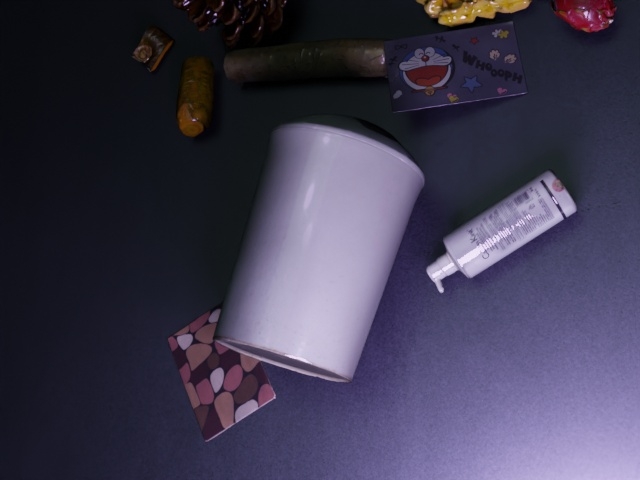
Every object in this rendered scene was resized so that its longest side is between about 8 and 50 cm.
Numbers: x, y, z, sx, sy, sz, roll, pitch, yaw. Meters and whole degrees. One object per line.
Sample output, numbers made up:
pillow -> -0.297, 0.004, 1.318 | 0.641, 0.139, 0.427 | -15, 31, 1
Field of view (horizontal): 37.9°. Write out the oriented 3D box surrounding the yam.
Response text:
yam -> -0.024, -0.362, 1.874 | 0.371, 0.083, 0.083 | 4, 69, 28

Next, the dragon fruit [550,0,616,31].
dragon fruit -> 0.441, -0.434, 1.656 | 0.094, 0.094, 0.190 | -47, 48, 1

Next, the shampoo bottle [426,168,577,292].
shampoo bottle -> 0.289, -0.014, 1.537 | 0.262, 0.085, 0.085 | -34, 56, 10

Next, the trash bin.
trash bin -> 0.000, 0.000, 1.573 | 0.280, 0.280, 0.432 | 10, 75, 31

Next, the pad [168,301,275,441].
pad -> -0.187, 0.233, 1.719 | 0.158, 0.003, 0.235 | -34, 55, 10

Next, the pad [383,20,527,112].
pad -> 0.245, -0.321, 1.715 | 0.245, 0.006, 0.170 | -7, 62, 7

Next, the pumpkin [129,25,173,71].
pumpkin -> -0.382, -0.433, 2.126 | 0.073, 0.035, 0.101 | 30, 79, 23

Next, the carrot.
carrot -> -0.264, -0.303, 1.974 | 0.082, 0.082, 0.173 | -13, 55, 22

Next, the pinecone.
pinecone -> -0.187, -0.533, 1.940 | 0.243, 0.257, 0.243 | -25, 44, 28

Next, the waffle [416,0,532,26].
waffle -> 0.285, -0.518, 1.797 | 0.219, 0.057, 0.229 | -13, 61, 22
